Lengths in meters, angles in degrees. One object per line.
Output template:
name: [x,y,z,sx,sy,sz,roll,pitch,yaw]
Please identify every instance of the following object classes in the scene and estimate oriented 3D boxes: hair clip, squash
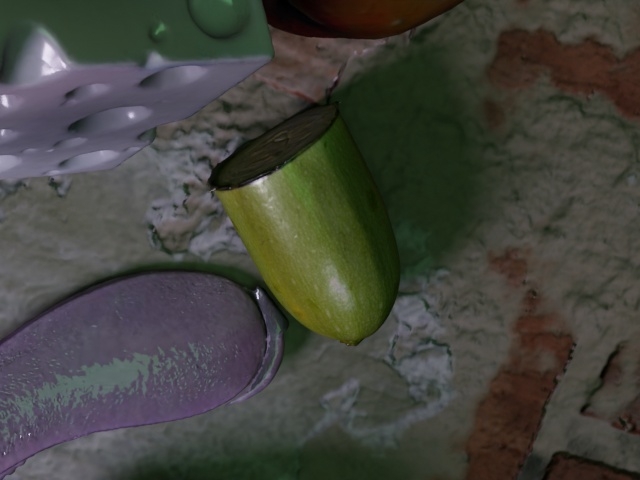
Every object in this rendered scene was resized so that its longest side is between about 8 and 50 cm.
hair clip: [-0.195,0.116,1.231,0.359,0.110,0.095,-26,149,-10]
squash: [0.000,0.000,1.220,0.123,0.123,0.186,-27,108,-5]

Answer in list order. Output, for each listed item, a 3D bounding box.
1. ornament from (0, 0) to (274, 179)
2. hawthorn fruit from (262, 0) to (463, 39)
ornament: [-0.209,-0.179,0.984,0.240,0.239,0.239,-7,80,-35]
hawthorn fruit: [0.012,-0.262,1.082,0.301,0.268,0.268,-43,110,10]
